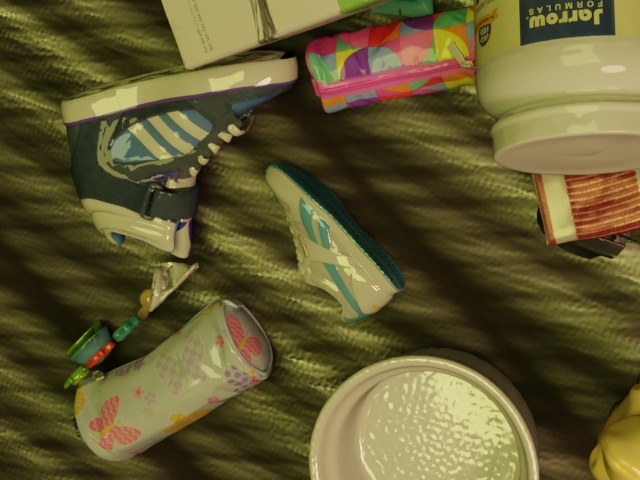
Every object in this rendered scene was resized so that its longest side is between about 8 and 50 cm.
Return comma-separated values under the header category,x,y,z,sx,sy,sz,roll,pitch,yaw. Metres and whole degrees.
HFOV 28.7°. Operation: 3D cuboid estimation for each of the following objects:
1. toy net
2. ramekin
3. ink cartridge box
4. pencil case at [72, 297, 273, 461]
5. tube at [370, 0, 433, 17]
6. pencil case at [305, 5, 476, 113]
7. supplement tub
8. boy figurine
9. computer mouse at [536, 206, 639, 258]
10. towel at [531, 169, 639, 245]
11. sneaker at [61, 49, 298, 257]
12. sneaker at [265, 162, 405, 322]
category,x,y,z,sx,sy,sz,roll,pitch,yaw
toy net,-0.256,0.098,1.644,0.232,0.122,0.045,-43,91,18
ramekin,0.137,0.263,1.535,0.277,0.135,0.277,2,98,18
ink cartridge box,-0.022,-0.303,1.454,0.273,0.198,0.114,-15,100,27
pencil case,-0.194,0.183,1.641,0.273,0.113,0.124,-31,66,19
tube,0.107,-0.374,1.511,0.080,0.052,0.207,12,106,23
pencil case,0.101,-0.217,1.500,0.236,0.104,0.104,-9,94,21
supplement tub,0.279,-0.248,1.337,0.236,0.235,0.324,-4,80,18
boy figurine,0.364,0.207,1.380,0.092,0.285,0.177,38,103,10
computer mouse,0.370,0.006,1.479,0.242,0.041,0.071,20,102,13
towel,0.398,-0.139,1.433,0.329,0.037,0.237,-13,82,19
sneaker,-0.160,-0.101,1.599,0.323,0.130,0.236,-11,105,12
sneaker,0.000,0.000,1.570,0.092,0.087,0.228,-43,82,20
